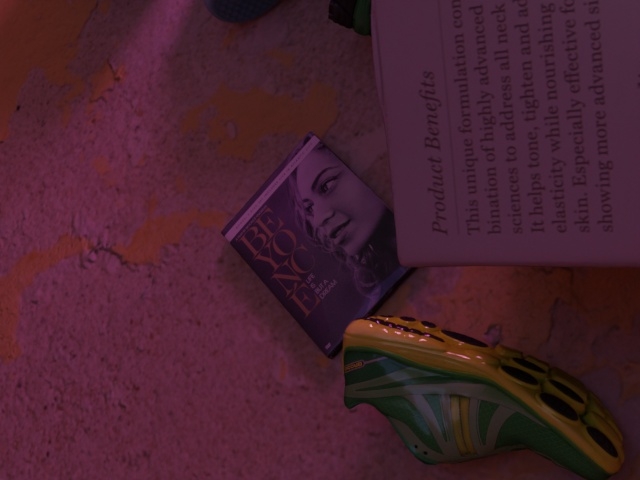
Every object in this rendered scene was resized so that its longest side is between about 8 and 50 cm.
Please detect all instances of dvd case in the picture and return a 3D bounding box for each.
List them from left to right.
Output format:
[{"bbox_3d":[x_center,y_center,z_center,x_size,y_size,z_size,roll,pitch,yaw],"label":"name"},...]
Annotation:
[{"bbox_3d":[0.000,0.000,1.124,0.164,0.018,0.221,-48,57,8],"label":"dvd case"}]

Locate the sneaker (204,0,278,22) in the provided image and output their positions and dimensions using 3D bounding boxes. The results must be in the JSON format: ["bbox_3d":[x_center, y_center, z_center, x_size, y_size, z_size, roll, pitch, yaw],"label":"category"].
[{"bbox_3d":[-0.049,-0.443,1.225,0.319,0.127,0.208,-34,60,22],"label":"sneaker"}]

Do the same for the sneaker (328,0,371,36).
[{"bbox_3d":[0.145,-0.362,1.121,0.146,0.134,0.344,29,82,0],"label":"sneaker"}]

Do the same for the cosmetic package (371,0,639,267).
[{"bbox_3d":[0.282,-0.170,0.777,0.393,0.327,0.330,0,102,29],"label":"cosmetic package"}]

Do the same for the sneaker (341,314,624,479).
[{"bbox_3d":[0.149,0.164,0.951,0.295,0.109,0.124,20,106,32],"label":"sneaker"}]
